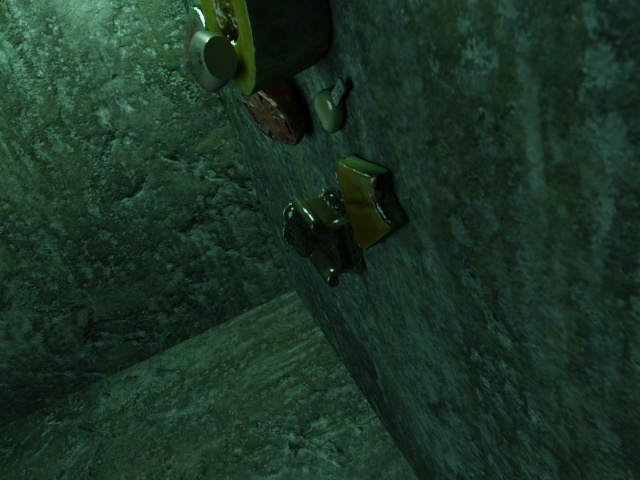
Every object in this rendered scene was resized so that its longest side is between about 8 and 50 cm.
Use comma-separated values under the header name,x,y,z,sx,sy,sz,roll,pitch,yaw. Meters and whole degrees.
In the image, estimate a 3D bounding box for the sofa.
name,x,y,z,sx,sy,sz,roll,pitch,yaw
sofa,0.000,0.000,1.358,0.200,0.182,0.258,51,161,50

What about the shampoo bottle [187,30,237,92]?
name,x,y,z,sx,sy,sz,roll,pitch,yaw
shampoo bottle,-0.239,-0.382,0.961,0.257,0.078,0.127,36,141,59

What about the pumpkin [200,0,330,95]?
name,x,y,z,sx,sy,sz,roll,pitch,yaw
pumpkin,-0.118,-0.484,0.919,0.332,0.199,0.332,52,158,32

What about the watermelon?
name,x,y,z,sx,sy,sz,roll,pitch,yaw
watermelon,-0.274,-0.553,1.291,0.201,0.213,0.261,-50,47,30

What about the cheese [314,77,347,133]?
name,x,y,z,sx,sy,sz,roll,pitch,yaw
cheese,0.028,-0.299,0.972,0.097,0.037,0.192,65,170,0

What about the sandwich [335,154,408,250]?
name,x,y,z,sx,sy,sz,roll,pitch,yaw
sandwich,0.120,-0.055,1.002,0.212,0.063,0.245,42,156,60

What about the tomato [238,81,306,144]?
name,x,y,z,sx,sy,sz,roll,pitch,yaw
tomato,-0.124,-0.381,1.297,0.237,0.095,0.237,40,164,14
